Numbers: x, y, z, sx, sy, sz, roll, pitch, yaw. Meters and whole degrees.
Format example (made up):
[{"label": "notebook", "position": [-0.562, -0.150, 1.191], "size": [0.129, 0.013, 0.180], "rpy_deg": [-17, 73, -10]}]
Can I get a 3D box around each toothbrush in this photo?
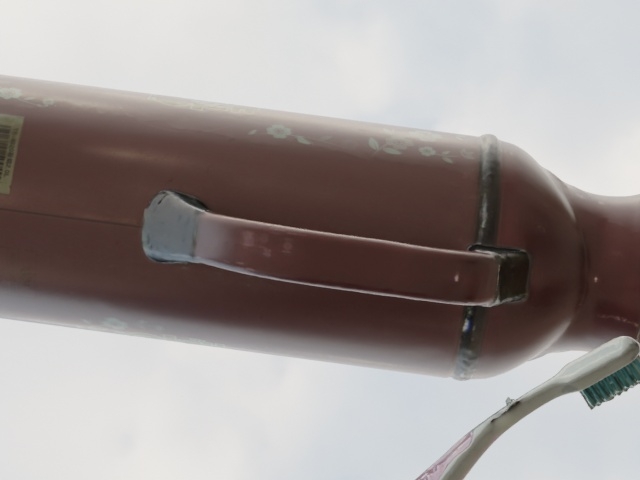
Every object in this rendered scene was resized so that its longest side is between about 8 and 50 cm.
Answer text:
[{"label": "toothbrush", "position": [0.022, 0.091, 0.509], "size": [0.204, 0.017, 0.022], "rpy_deg": [-35, -65, 14]}]

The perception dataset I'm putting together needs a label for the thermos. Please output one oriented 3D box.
[{"label": "thermos", "position": [0.001, -0.006, 0.651], "size": [0.330, 0.136, 0.110], "rpy_deg": [7, -116, 1]}]
